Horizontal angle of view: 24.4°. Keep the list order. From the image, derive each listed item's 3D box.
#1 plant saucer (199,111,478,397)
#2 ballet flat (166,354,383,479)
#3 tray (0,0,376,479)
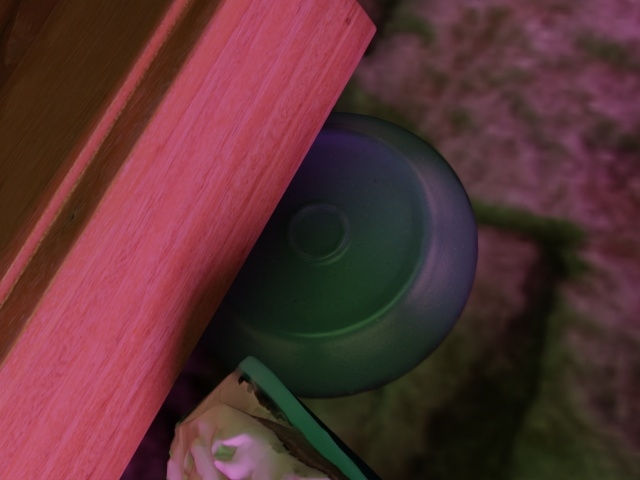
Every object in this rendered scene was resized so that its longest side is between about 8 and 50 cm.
[{"bbox_3d":[0.000,0.000,0.567,0.119,0.021,0.119,-3,67,8],"label":"plant saucer"},{"bbox_3d":[0.073,0.199,0.408,0.409,0.147,0.147,40,79,22],"label":"ballet flat"},{"bbox_3d":[-0.167,0.061,0.504,0.202,0.076,0.411,16,69,40],"label":"tray"}]
